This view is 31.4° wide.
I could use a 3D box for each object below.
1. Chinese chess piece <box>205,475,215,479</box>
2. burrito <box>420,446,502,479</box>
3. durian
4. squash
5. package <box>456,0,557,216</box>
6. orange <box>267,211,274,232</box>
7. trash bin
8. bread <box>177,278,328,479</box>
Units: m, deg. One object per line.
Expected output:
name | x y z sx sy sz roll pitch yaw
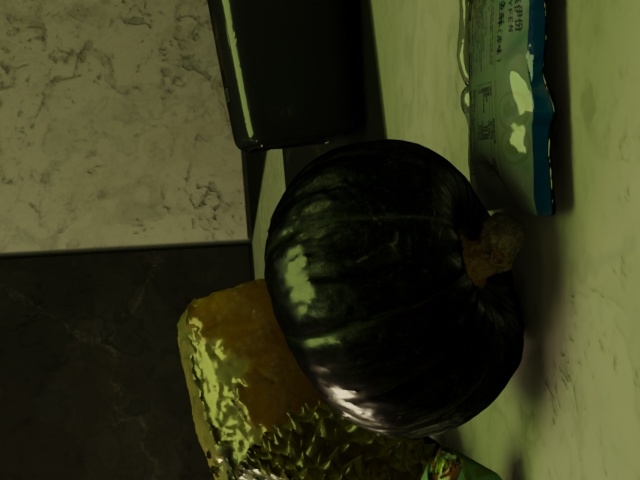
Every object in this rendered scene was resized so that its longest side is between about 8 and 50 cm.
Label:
Chinese chess piece | -0.062 0.343 1.475 0.238 0.238 0.092 -159 51 -82
burrito | 0.091 0.270 0.832 0.054 0.104 0.288 -47 -23 -55
durian | 0.055 0.220 0.962 0.237 0.138 0.193 38 151 20
squash | 0.049 0.030 0.724 0.193 0.156 0.193 6 -90 -66
package | 0.116 -0.100 0.720 0.173 0.027 0.171 -164 74 -79
orange | 0.000 0.002 1.298 0.135 0.118 0.135 -7 -90 -89
trash bin | -0.049 -0.256 1.353 0.209 0.182 0.290 -170 72 -82
bread | -0.036 0.244 1.246 0.236 0.165 0.375 83 167 -74
